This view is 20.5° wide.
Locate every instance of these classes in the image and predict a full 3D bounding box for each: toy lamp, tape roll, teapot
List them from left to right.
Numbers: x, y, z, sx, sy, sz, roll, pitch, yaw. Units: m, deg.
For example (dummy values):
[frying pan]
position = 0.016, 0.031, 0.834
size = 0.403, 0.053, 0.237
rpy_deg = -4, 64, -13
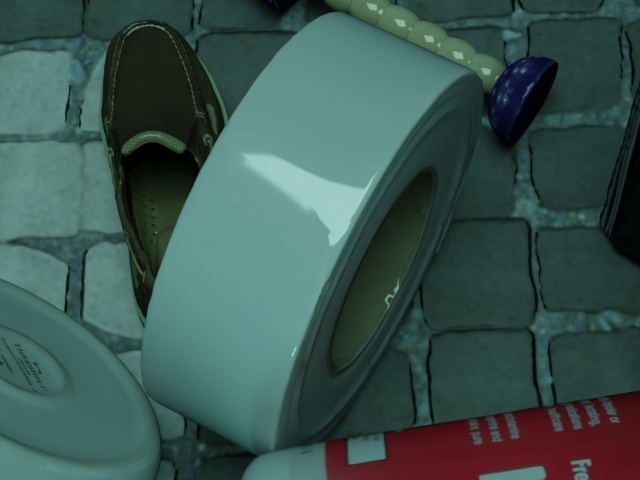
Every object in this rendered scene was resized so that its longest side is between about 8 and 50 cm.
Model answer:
[teapot]
position = -0.236, 0.151, 1.136
size = 0.252, 0.256, 0.187
rpy_deg = 32, 107, -6
[tape roll]
position = 0.000, 0.000, 1.138
size = 0.100, 0.286, 0.286
rpy_deg = 25, 70, 14
[toy lamp]
position = 0.045, -0.171, 1.324
size = 0.274, 0.080, 0.080
rpy_deg = 32, 72, 13

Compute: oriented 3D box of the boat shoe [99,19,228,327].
[boat shoe]
position = -0.108, -0.059, 1.270
size = 0.095, 0.095, 0.258
rpy_deg = -13, 66, -2

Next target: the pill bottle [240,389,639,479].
[pill bottle]
position = 0.168, 0.205, 1.025
size = 0.407, 0.229, 0.229
rpy_deg = -10, 66, 2

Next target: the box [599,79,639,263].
[box]
position = 0.438, -0.196, 1.094
size = 0.297, 0.472, 0.480
rpy_deg = 33, 73, 16
